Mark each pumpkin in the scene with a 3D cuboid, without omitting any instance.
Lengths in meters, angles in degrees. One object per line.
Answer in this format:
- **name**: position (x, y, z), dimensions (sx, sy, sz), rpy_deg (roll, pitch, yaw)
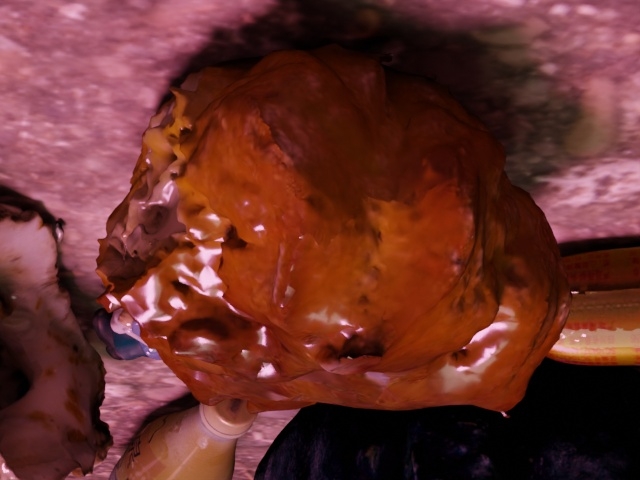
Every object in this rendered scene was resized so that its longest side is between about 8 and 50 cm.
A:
- **pumpkin**: position (0.124, 0.218, 1.211), dimensions (0.363, 0.266, 0.363), rpy_deg (2, 153, 1)

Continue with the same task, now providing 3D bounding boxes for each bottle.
- **bottle**: position (-0.103, 0.166, 1.334), dimensions (0.083, 0.083, 0.269), rpy_deg (8, 155, -15)

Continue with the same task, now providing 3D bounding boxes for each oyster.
- **oyster**: position (-0.200, 0.069, 1.052), dimensions (0.110, 0.166, 0.341), rpy_deg (-1, 168, 4)

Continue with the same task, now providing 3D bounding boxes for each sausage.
- **sausage**: position (0.266, 0.035, 1.002), dimensions (0.371, 0.082, 0.082), rpy_deg (-3, 157, 14)

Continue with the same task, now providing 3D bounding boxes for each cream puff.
- **cream puff**: position (0.000, 0.000, 0.856), dimensions (0.241, 0.155, 0.269), rpy_deg (2, 164, 14)

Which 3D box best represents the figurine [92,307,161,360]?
- **figurine**: position (-0.073, 0.054, 1.077), dimensions (0.136, 0.079, 0.077), rpy_deg (-24, -172, 38)
